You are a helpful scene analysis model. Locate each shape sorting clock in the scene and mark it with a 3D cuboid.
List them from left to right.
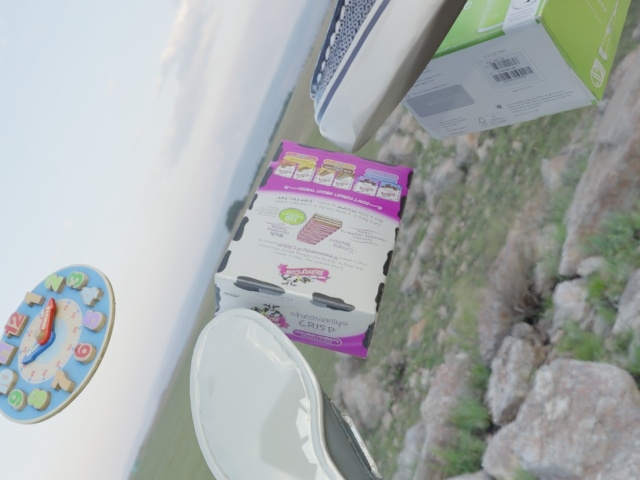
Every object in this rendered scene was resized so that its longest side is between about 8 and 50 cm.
[{"bbox_3d":[-0.330,0.122,0.939,0.206,0.040,0.206,-22,51,29],"label":"shape sorting clock"}]

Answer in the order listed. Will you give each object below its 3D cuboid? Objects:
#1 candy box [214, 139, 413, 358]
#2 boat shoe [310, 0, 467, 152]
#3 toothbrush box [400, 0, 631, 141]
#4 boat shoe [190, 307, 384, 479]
[{"bbox_3d":[0.000,0.000,0.810,0.233,0.159,0.071,-69,-10,-47],"label":"candy box"},{"bbox_3d":[0.044,-0.234,0.463,0.341,0.158,0.127,-61,-6,13],"label":"boat shoe"},{"bbox_3d":[0.209,-0.264,0.816,0.206,0.122,0.283,-6,50,49],"label":"toothbrush box"},{"bbox_3d":[-0.012,0.199,0.659,0.116,0.319,0.099,-37,-30,1],"label":"boat shoe"}]
